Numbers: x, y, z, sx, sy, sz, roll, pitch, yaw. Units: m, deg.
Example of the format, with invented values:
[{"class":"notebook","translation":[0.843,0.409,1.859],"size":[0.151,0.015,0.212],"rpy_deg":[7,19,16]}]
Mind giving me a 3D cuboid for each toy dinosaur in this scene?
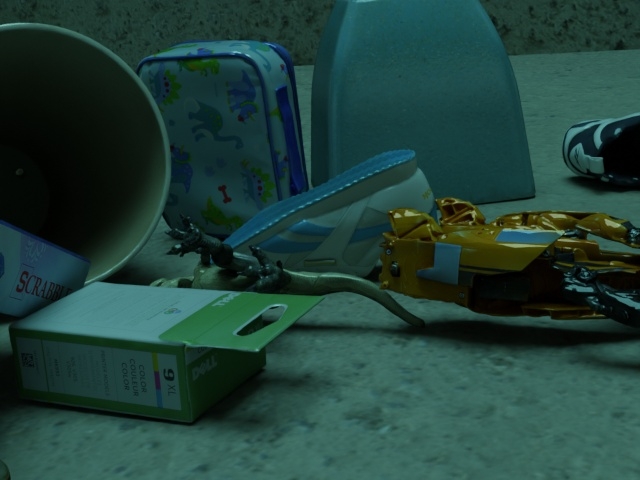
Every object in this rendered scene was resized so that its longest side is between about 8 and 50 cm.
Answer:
[{"class":"toy dinosaur","translation":[-0.057,0.032,0.899],"size":[0.268,0.064,0.118],"rpy_deg":[2,-23,25]}]

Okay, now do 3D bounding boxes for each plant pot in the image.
[{"class":"plant pot","translation":[0.109,-0.185,1.366],"size":[0.248,0.252,0.247],"rpy_deg":[-7,15,-5]},{"class":"plant pot","translation":[-0.320,-0.062,1.141],"size":[0.257,0.256,0.274],"rpy_deg":[-13,0,-27]}]

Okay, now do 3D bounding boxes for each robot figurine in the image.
[{"class":"robot figurine","translation":[0.205,0.015,0.862],"size":[0.291,0.085,0.211],"rpy_deg":[4,9,26]}]

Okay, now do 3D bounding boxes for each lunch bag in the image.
[{"class":"lunch bag","translation":[-0.103,-0.110,1.222],"size":[0.176,0.219,0.090],"rpy_deg":[1,22,27]}]

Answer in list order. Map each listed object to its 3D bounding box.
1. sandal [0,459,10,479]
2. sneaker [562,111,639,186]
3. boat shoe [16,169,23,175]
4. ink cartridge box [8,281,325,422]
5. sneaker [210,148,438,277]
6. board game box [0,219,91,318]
[{"class":"sandal","translation":[-0.225,0.129,0.608],"size":[0.072,0.049,0.180],"rpy_deg":[-9,-6,6]},{"class":"sneaker","translation":[0.413,-0.115,1.299],"size":[0.235,0.094,0.153],"rpy_deg":[-5,16,3]},{"class":"boat shoe","translation":[-0.358,-0.082,1.495],"size":[0.095,0.095,0.257],"rpy_deg":[-14,4,25]},{"class":"ink cartridge box","translation":[-0.109,0.079,0.802],"size":[0.209,0.062,0.109],"rpy_deg":[2,16,26]},{"class":"sneaker","translation":[0.000,0.000,1.037],"size":[0.229,0.092,0.087],"rpy_deg":[-23,15,9]},{"class":"board game box","translation":[-0.364,-0.028,0.782],"size":[0.318,0.066,0.318],"rpy_deg":[18,-7,9]}]
